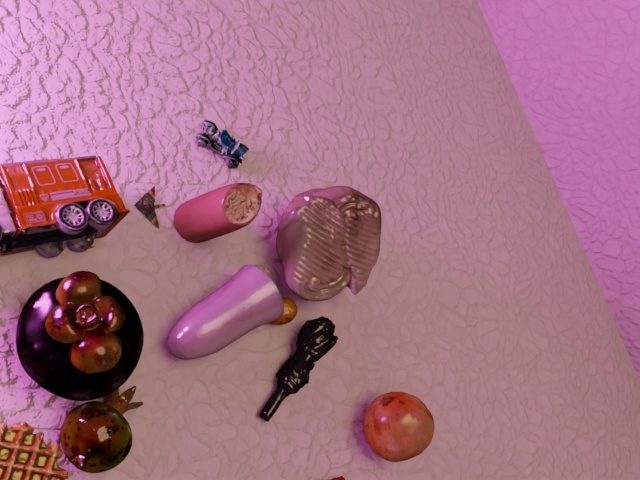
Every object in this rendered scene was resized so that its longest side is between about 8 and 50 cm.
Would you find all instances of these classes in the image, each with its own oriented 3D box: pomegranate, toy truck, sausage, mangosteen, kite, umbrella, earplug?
[{"bbox_3d":[0.224,0.540,1.993,0.207,0.207,0.207,15,65,-35],"label":"pomegranate"},{"bbox_3d":[-0.471,0.404,1.508,0.156,0.156,0.220,47,52,-16],"label":"pomegranate"},{"bbox_3d":[-0.651,-0.073,1.527,0.388,0.173,0.206,-14,77,-45],"label":"toy truck"},{"bbox_3d":[-0.265,-0.073,1.787,0.123,0.253,0.123,13,69,-39],"label":"sausage"},{"bbox_3d":[-0.275,-0.282,1.971,0.154,0.078,0.080,34,54,-25],"label":"toy truck"},{"bbox_3d":[-0.503,0.195,1.454,0.275,0.302,0.274,10,64,-21],"label":"mangosteen"},{"bbox_3d":[-0.447,-0.088,1.806,0.090,0.004,0.122,-4,77,-41],"label":"kite"},{"bbox_3d":[-0.065,0.352,1.905,0.118,0.118,0.340,46,60,-17],"label":"umbrella"},{"bbox_3d":[-0.259,0.206,1.760,0.301,0.172,0.172,-34,96,-35],"label":"earplug"}]

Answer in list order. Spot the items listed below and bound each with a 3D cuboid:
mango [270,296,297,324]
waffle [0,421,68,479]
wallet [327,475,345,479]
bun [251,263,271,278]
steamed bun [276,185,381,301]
[{"bbox_3d":[-0.117,0.198,1.936,0.114,0.057,0.078,0,81,-36],"label":"mango"},{"bbox_3d":[-0.636,0.499,1.381,0.249,0.056,0.253,-16,88,-31],"label":"waffle"},{"bbox_3d":[-0.003,0.725,1.841,0.205,0.045,0.142,-1,74,-39],"label":"wallet"},{"bbox_3d":[-0.171,0.104,1.927,0.086,0.055,0.086,16,64,-35],"label":"bun"},{"bbox_3d":[0.009,-0.001,2.018,0.310,0.219,0.324,-6,103,-26],"label":"steamed bun"}]
